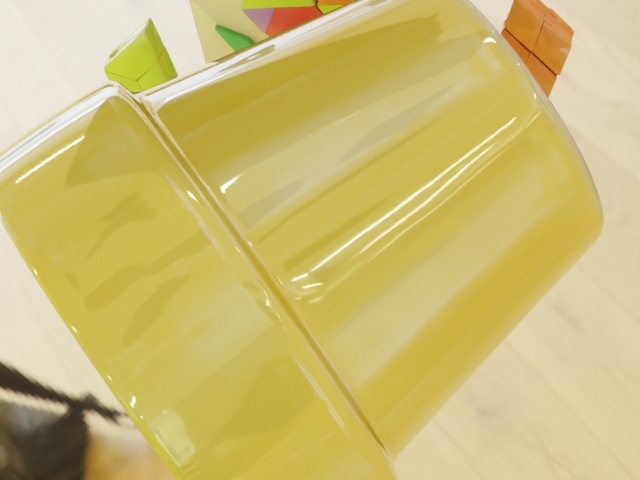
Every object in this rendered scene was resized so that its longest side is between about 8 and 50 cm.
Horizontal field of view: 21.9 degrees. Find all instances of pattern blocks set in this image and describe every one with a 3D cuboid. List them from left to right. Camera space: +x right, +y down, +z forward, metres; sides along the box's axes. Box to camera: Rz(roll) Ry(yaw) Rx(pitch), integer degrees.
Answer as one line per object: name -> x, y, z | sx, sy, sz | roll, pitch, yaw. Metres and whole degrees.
pattern blocks set -> 0.004, -0.105, 0.979 | 0.285, 0.324, 0.026 | -12, 38, 26

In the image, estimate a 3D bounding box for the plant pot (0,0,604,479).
plant pot -> 0.000, 0.000, 0.827 | 0.239, 0.254, 0.254 | -34, 37, -4
